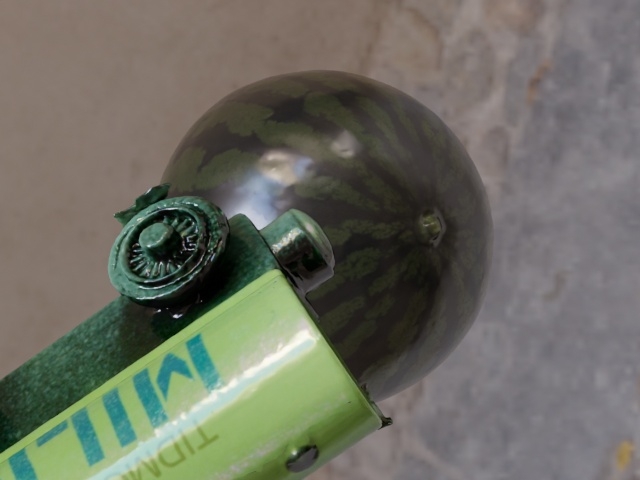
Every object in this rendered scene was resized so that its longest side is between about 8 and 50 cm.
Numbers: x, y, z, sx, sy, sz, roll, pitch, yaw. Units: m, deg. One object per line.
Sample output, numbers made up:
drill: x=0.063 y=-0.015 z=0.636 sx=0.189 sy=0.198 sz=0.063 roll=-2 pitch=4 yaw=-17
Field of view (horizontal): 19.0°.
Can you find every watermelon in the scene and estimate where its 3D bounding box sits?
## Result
watermelon: x=0.000 y=0.000 z=1.133 sx=0.212 sy=0.212 sz=0.212 roll=-4 pitch=84 yaw=52

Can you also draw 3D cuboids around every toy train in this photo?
toy train: x=-0.087 y=0.090 z=0.836 sx=0.253 sy=0.105 sz=0.157 roll=-34 pitch=45 yaw=-1
